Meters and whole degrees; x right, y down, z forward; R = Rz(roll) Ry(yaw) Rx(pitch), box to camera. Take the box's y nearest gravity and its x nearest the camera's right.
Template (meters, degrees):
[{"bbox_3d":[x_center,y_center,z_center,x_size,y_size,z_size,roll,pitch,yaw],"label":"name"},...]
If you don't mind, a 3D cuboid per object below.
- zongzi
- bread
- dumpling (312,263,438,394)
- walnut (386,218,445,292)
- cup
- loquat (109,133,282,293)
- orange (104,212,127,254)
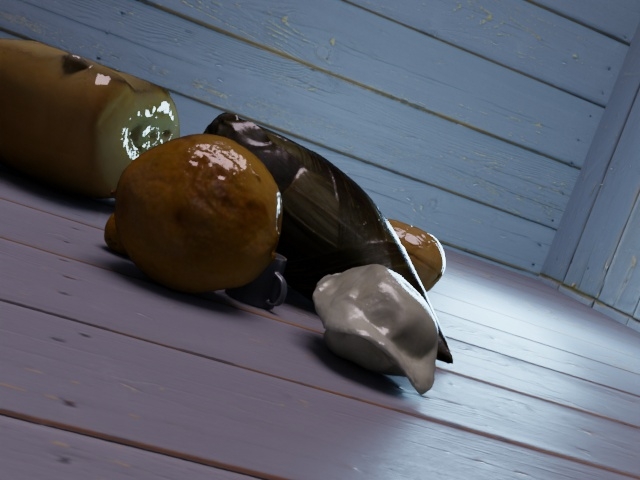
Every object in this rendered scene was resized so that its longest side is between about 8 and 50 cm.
[{"bbox_3d":[0.000,0.000,1.432,0.403,0.208,0.432,38,6,-42],"label":"zongzi"},{"bbox_3d":[-0.485,-0.226,1.737,0.376,0.252,0.348,23,4,18],"label":"bread"},{"bbox_3d":[0.068,0.105,1.211,0.162,0.132,0.250,26,17,-32],"label":"dumpling"},{"bbox_3d":[0.169,0.039,1.970,0.197,0.165,0.165,31,10,21],"label":"walnut"},{"bbox_3d":[-0.085,0.057,1.359,0.100,0.077,0.078,25,8,36],"label":"cup"},{"bbox_3d":[-0.165,-0.038,1.262,0.238,0.238,0.193,21,4,11],"label":"loquat"},{"bbox_3d":[-0.282,-0.014,1.370,0.085,0.085,0.085,20,6,-2],"label":"orange"}]
